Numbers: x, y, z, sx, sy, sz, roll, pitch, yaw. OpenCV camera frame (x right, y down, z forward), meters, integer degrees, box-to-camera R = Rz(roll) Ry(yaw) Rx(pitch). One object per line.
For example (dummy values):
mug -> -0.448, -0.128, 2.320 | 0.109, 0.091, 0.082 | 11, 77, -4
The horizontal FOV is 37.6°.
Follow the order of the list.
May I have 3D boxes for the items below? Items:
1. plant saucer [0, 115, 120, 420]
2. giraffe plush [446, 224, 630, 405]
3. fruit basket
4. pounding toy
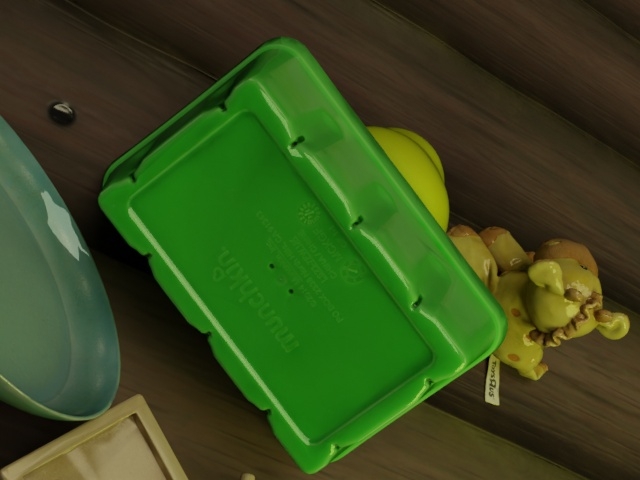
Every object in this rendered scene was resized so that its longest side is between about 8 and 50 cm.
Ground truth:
plant saucer -> -0.257, 0.002, 0.724 | 0.044, 0.317, 0.317 | -28, 85, 6
giraffe plush -> 0.239, 0.062, 1.052 | 0.181, 0.170, 0.210 | 6, 66, -32
fruit basket -> 0.000, 0.000, 0.918 | 0.392, 0.283, 0.392 | 52, 9, -11
pounding toy -> -0.144, 0.239, 0.769 | 0.181, 0.094, 0.206 | -27, 86, -38
